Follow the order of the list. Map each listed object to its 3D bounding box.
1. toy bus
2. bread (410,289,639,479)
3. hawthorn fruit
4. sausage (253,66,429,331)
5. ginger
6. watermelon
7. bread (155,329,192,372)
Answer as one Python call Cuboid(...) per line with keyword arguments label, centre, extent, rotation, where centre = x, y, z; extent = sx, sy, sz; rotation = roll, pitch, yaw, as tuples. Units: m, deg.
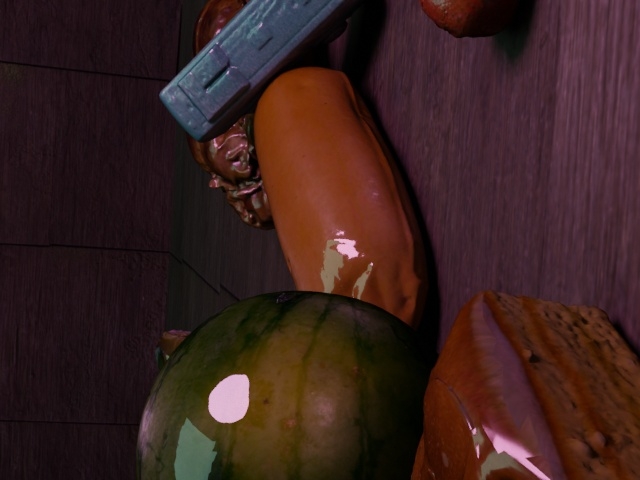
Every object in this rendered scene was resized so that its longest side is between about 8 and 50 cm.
Cuboid(label="toy bus", centre=(-0.059, -0.205, 1.030), extent=(0.261, 0.091, 0.109), rotation=(-40, 1, 28))
Cuboid(label="bread", centre=(0.116, 0.161, 0.483), extent=(0.234, 0.110, 0.184), rotation=(-111, 27, -56))
Cuboid(label="hawthorn fruit", centre=(0.103, -0.176, 0.675), extent=(0.077, 0.077, 0.077), rotation=(-177, 90, -76))
Cuboid(label="sausage", centre=(0.015, -0.033, 0.907), extent=(0.134, 0.116, 0.354), rotation=(-45, 36, 21))
Cuboid(label="ginger", centre=(-0.088, -0.176, 1.254), extent=(0.357, 0.152, 0.274), rotation=(108, 159, -51))
Cuboid(label="watermelon", centre=(-0.011, 0.157, 0.713), extent=(0.242, 0.242, 0.242), rotation=(-177, 90, -76))
Cuboid(label="bread", centre=(-0.159, 0.211, 1.465), extent=(0.261, 0.158, 0.156), rotation=(109, 155, -54))
